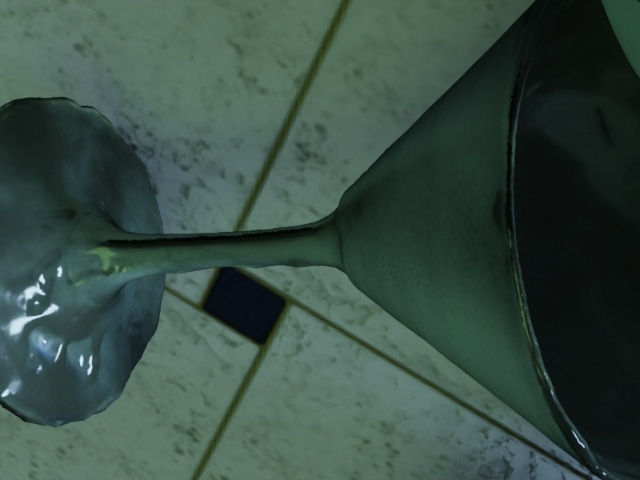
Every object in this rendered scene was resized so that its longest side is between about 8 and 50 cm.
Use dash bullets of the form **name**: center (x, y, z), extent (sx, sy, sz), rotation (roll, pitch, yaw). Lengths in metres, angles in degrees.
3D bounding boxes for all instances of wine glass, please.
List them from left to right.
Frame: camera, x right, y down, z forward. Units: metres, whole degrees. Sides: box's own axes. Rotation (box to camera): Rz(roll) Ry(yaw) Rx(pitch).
- **wine glass**: center (0.000, 0.000, 1.040), extent (0.406, 0.267, 0.267), rotation (-3, 122, 36)

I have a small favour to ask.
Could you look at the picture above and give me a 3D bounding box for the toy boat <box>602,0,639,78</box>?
- **toy boat**: center (0.195, -0.105, 0.838), extent (0.221, 0.067, 0.291), rotation (10, 148, 25)
